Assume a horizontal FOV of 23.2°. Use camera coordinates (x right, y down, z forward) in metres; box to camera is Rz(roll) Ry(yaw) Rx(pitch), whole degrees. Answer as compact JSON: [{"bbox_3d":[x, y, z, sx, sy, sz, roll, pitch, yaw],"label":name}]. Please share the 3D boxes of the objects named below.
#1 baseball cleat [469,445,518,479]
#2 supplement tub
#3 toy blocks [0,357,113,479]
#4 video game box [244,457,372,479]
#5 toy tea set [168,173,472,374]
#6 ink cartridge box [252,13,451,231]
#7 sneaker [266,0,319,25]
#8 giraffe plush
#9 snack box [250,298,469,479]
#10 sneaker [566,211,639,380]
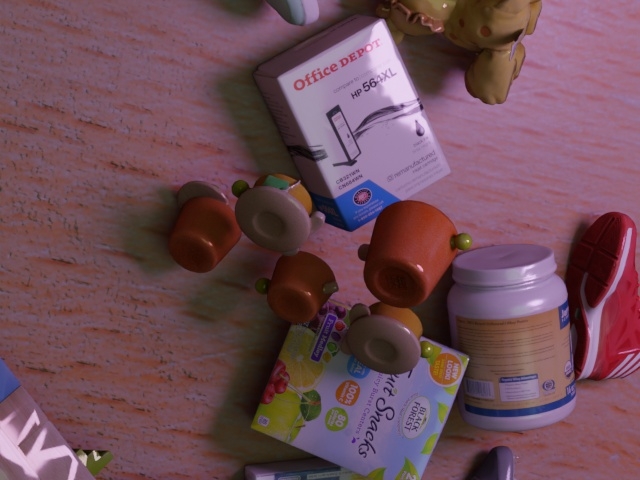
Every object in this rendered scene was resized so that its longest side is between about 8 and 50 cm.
[{"bbox_3d":[0.173,0.346,1.936,0.109,0.072,0.206,18,89,-16],"label":"baseball cleat"},{"bbox_3d":[0.228,0.115,1.875,0.144,0.144,0.200,-12,104,-19],"label":"supplement tub"},{"bbox_3d":[-0.425,0.252,1.628,0.381,0.190,0.261,-42,105,-28],"label":"toy blocks"},{"bbox_3d":[0.009,0.356,1.887,0.205,0.048,0.187,-4,103,-20],"label":"video game box"},{"bbox_3d":[0.000,0.000,1.728,0.336,0.200,0.124,26,45,2],"label":"toy tea set"},{"bbox_3d":[0.037,-0.136,1.786,0.148,0.086,0.203,-31,110,-13],"label":"ink cartridge box"},{"bbox_3d":[-0.126,-0.299,1.688,0.151,0.094,0.256,-45,102,-14],"label":"sneaker"},{"bbox_3d":[0.155,-0.262,1.784,0.170,0.210,0.181,20,105,9],"label":"giraffe plush"},{"bbox_3d":[0.047,0.175,1.810,0.207,0.070,0.175,21,91,5],"label":"snack box"},{"bbox_3d":[0.379,0.073,1.971,0.128,0.087,0.221,6,110,-30],"label":"sneaker"}]
